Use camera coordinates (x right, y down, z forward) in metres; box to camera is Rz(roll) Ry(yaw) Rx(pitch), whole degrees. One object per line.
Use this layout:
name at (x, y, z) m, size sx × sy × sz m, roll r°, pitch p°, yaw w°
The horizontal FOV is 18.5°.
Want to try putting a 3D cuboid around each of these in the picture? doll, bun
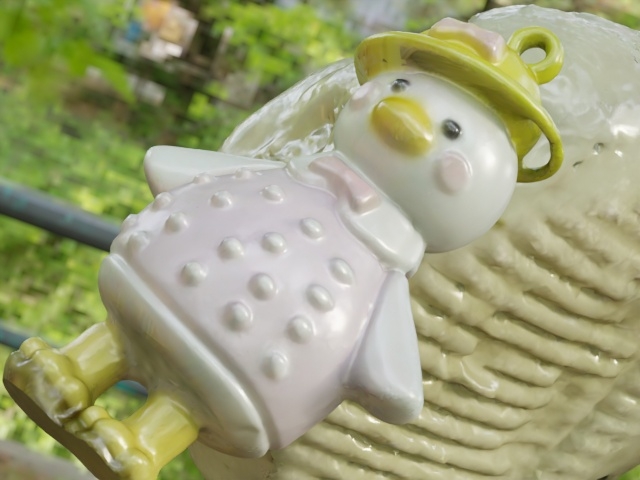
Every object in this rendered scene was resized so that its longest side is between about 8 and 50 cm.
doll at (0.000, 0.000, 0.614) m, size 0.129 × 0.207 × 0.081 m, roll 42°, pitch -17°, yaw 27°
bun at (0.069, 0.014, 1.092) m, size 0.360 × 0.359 × 0.211 m, roll 14°, pitch 37°, yaw -42°
